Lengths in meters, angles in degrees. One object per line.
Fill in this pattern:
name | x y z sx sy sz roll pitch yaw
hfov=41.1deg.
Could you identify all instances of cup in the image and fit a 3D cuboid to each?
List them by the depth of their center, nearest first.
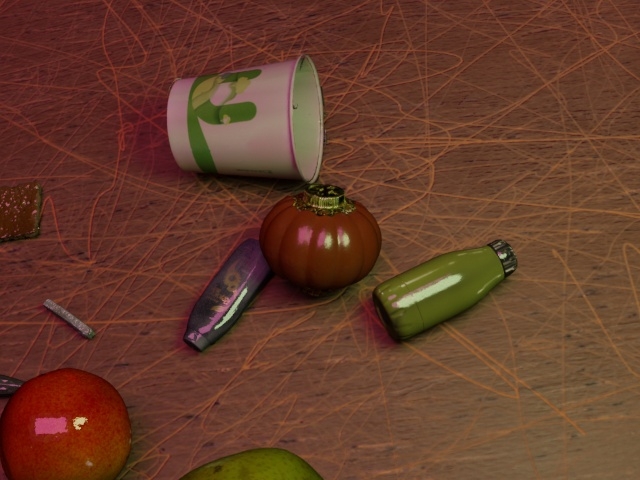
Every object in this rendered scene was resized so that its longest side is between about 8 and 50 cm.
cup | -0.142 -0.233 1.683 0.274 0.253 0.253 -1 60 14

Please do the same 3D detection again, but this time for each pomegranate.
pomegranate | -0.412 0.337 1.390 0.221 0.221 0.256 -6 86 2

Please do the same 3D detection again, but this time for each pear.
pear | -0.090 0.435 1.347 0.239 0.139 0.288 -32 63 -23

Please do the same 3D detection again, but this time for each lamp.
lamp | 0.000 0.000 1.547 0.223 0.196 0.223 5 22 -2

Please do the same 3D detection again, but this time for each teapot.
teapot | -0.551 0.262 1.535 0.111 0.042 0.042 3 60 4

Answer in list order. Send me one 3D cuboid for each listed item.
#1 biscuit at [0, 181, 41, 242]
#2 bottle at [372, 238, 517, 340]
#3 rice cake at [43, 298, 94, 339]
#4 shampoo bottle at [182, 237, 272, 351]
biscuit | -0.686 -0.047 1.735 0.237 0.026 0.131 -8 58 1
bottle | 0.227 0.080 1.526 0.260 0.112 0.112 -25 61 -9
rice cake | -0.472 0.148 1.603 0.121 0.022 0.021 30 68 20
shampoo bottle | -0.171 0.101 1.586 0.087 0.049 0.233 26 66 21
